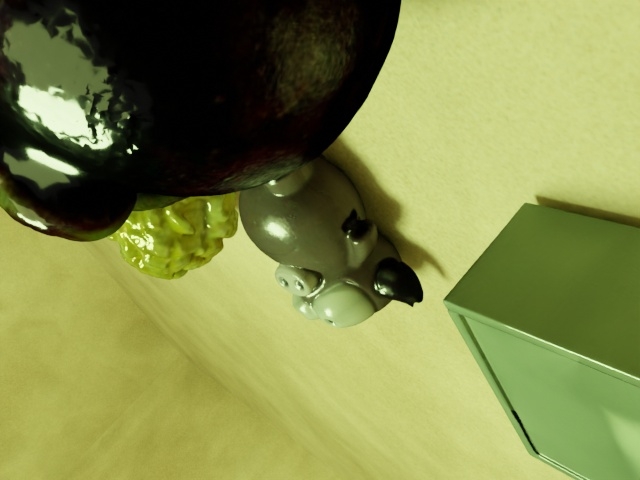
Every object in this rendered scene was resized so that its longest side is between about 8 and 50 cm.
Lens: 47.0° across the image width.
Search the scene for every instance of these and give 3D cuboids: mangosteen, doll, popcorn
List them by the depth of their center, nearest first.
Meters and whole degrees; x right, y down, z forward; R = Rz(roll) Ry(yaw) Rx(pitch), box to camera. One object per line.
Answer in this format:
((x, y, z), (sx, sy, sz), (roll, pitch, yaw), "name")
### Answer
((-0.103, -0.125, 0.440), (0.275, 0.275, 0.302), (43, 120, 2), "mangosteen")
((0.000, -0.003, 0.795), (0.182, 0.117, 0.257), (12, 142, 47), "doll")
((-0.227, -0.058, 1.029), (0.217, 0.181, 0.235), (30, 150, 39), "popcorn")

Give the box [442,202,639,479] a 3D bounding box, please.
((0.244, 0.105, 0.539), (0.225, 0.117, 0.225), (21, 152, 49), "box")
